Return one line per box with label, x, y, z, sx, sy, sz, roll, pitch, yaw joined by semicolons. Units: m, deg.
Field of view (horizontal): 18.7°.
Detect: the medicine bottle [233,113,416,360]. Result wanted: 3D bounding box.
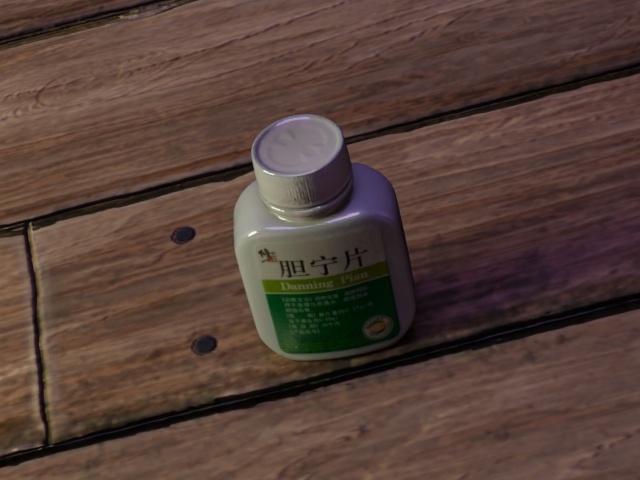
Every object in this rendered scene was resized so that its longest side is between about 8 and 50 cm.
medicine bottle;0.000;0.000;1.374;0.119;0.183;0.069;-8;42;6
